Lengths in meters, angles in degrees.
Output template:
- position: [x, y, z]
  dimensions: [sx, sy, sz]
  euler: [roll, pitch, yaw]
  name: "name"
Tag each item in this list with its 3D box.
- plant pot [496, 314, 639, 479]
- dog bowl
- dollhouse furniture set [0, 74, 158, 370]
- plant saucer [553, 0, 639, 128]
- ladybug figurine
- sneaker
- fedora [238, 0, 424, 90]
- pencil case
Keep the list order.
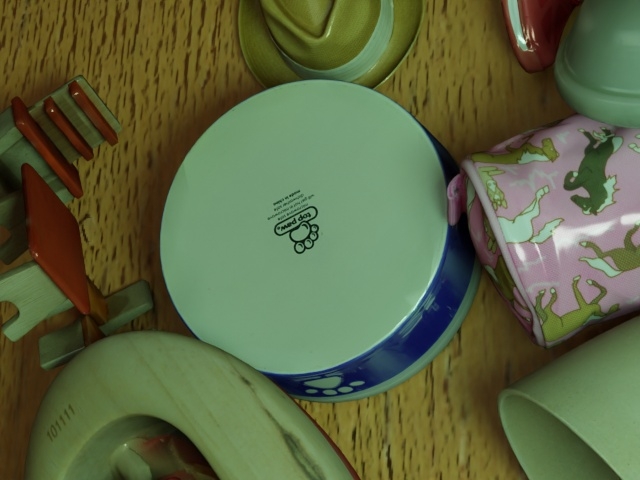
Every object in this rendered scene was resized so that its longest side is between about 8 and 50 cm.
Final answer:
- position: [0.314, 0.130, 1.274]
  dimensions: [0.274, 0.256, 0.256]
  euler: [-37, 63, -12]
  name: "plant pot"
- position: [0.000, 0.000, 1.490]
  dimensions: [0.265, 0.104, 0.264]
  euler: [-6, 72, 19]
  name: "dog bowl"
- position: [-0.237, -0.031, 1.522]
  dimensions: [0.135, 0.262, 0.259]
  euler: [-31, 34, 7]
  name: "dollhouse furniture set"
- position: [0.351, -0.218, 1.287]
  dimensions: [0.400, 0.400, 0.100]
  euler: [-19, 111, 15]
  name: "plant saucer"
- position: [-0.067, 0.267, 1.379]
  dimensions: [0.305, 0.162, 0.449]
  euler: [-49, 58, 23]
  name: "ladybug figurine"
- position: [0.227, -0.252, 1.492]
  dimensions: [0.128, 0.087, 0.221]
  euler: [-2, 74, 22]
  name: "sneaker"
- position: [-0.002, -0.217, 1.571]
  dimensions: [0.194, 0.079, 0.194]
  euler: [-6, 73, 19]
  name: "fedora"
- position: [0.293, -0.060, 1.332]
  dimensions: [0.386, 0.167, 0.160]
  euler: [-25, 111, -1]
  name: "pencil case"
